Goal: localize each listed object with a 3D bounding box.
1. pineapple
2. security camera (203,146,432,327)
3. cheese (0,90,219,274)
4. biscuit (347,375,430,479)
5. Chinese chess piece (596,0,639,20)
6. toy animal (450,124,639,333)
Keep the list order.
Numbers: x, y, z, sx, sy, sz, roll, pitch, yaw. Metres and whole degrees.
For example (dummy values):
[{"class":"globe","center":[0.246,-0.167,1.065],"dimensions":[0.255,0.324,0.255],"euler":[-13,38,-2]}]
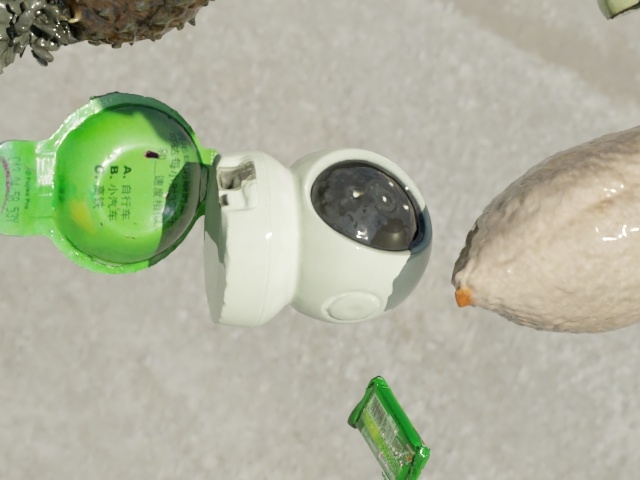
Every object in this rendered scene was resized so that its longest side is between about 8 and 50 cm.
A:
[{"class":"pineapple","center":[-0.254,-0.252,1.733],"dimensions":[0.278,0.158,0.158],"euler":[-25,45,-9]},{"class":"security camera","center":[0.000,0.000,1.790],"dimensions":[0.236,0.194,0.194],"euler":[2,35,-10]},{"class":"cheese","center":[-0.254,-0.061,1.839],"dimensions":[0.320,0.204,0.083],"euler":[-2,13,-29]},{"class":"biscuit","center":[0.048,0.132,1.131],"dimensions":[0.016,0.046,0.089],"euler":[11,28,-31]},{"class":"Chinese chess piece","center":[0.311,-0.242,1.655],"dimensions":[0.084,0.084,0.034],"euler":[-20,89,-46]},{"class":"toy animal","center":[0.282,-0.002,1.693],"dimensions":[0.358,0.226,0.188],"euler":[-19,69,-17]}]
